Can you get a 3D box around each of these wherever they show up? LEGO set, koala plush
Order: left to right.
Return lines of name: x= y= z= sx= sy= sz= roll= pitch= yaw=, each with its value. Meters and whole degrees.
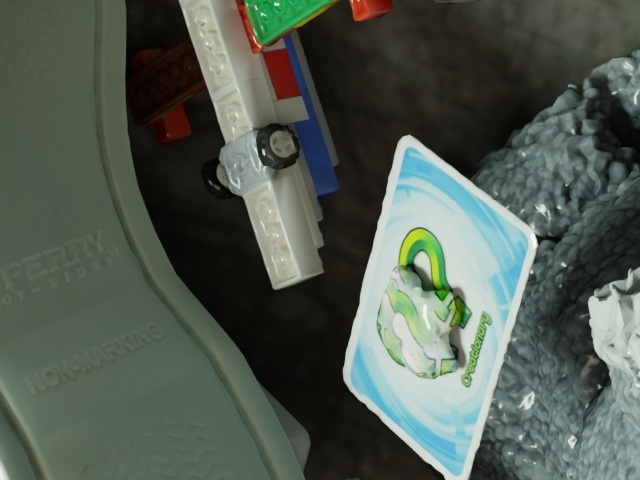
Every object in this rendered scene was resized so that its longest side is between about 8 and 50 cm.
LEGO set: x=0.000 y=0.000 z=0.532 sx=0.060 sy=0.182 sz=0.244 roll=-15 pitch=131 yaw=-37
koala plush: x=0.116 y=0.055 z=0.510 sx=0.203 sy=0.221 sz=0.196 roll=-17 pitch=111 yaw=9

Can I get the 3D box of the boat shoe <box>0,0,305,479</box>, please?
boat shoe: x=-0.099 y=-0.007 z=0.525 sx=0.091 sy=0.114 sz=0.302 roll=-31 pitch=73 yaw=48
